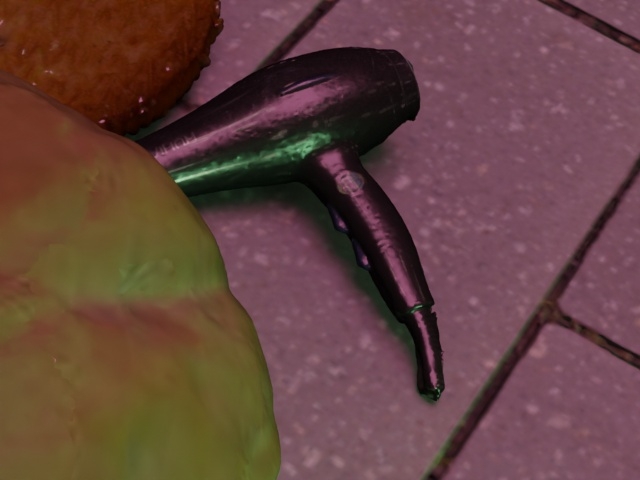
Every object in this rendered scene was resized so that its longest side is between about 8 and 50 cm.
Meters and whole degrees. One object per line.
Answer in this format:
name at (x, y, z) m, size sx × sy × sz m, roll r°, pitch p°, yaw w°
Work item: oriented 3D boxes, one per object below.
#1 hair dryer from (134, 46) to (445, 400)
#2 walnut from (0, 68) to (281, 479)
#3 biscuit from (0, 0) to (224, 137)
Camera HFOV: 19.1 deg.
hair dryer at (0.000, 0.000, 1.035) m, size 0.195 × 0.075 × 0.219 m, roll -22°, pitch 65°, yaw -20°
walnut at (-0.201, 0.097, 0.704) m, size 0.381 × 0.381 × 0.381 m, roll 8°, pitch 47°, yaw -9°
biscuit at (-0.206, -0.153, 1.121) m, size 0.305 × 0.038 × 0.305 m, roll 7°, pitch 48°, yaw -8°
